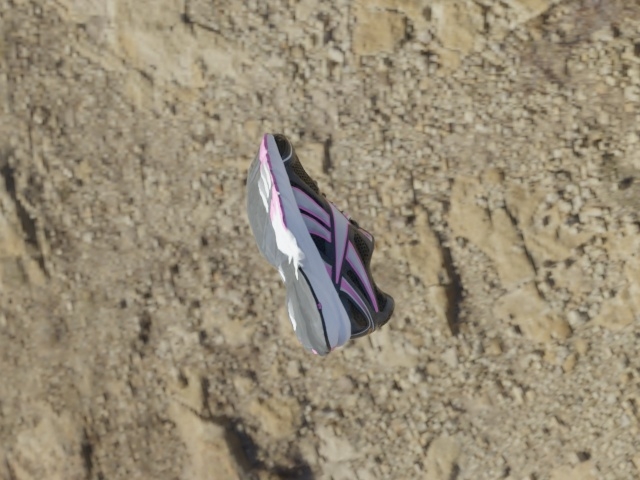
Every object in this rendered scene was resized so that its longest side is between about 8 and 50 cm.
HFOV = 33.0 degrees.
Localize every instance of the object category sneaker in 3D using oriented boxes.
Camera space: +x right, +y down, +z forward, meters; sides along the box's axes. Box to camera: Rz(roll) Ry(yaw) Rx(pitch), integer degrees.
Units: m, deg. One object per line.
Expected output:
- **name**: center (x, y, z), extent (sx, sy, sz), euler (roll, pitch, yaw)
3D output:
- **sneaker**: center (0.000, 0.000, 0.824), extent (0.072, 0.077, 0.178), euler (-48, 57, 59)
